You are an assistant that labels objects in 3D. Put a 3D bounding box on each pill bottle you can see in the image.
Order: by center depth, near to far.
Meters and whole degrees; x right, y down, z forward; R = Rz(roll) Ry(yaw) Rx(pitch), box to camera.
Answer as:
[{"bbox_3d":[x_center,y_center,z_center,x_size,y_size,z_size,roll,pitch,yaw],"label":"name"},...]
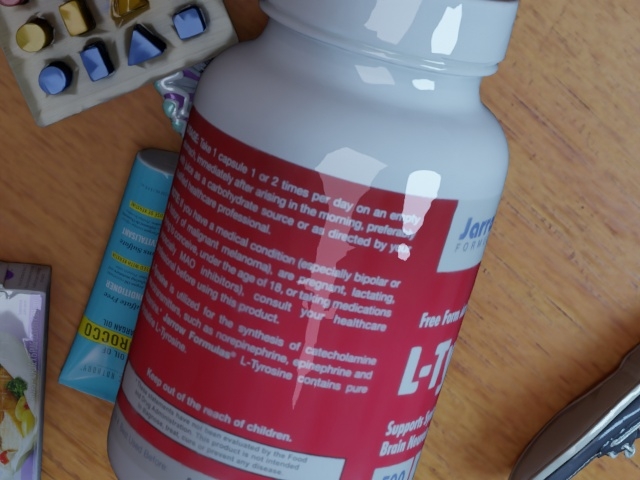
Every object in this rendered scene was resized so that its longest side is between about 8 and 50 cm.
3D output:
[{"bbox_3d":[0.000,0.000,1.227,0.229,0.229,0.408,13,107,-8],"label":"pill bottle"}]

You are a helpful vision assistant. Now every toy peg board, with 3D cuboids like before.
[{"bbox_3d":[-0.162,-0.179,1.213,0.161,0.079,0.161,-22,100,4],"label":"toy peg board"}]

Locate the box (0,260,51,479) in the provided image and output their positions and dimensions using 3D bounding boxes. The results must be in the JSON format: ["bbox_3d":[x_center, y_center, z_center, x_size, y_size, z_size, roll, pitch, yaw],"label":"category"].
[{"bbox_3d":[-0.251,0.177,1.354,0.063,0.067,0.324,4,109,-4],"label":"box"}]

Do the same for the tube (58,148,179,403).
[{"bbox_3d":[-0.141,0.033,1.327,0.080,0.052,0.207,22,111,12],"label":"tube"}]

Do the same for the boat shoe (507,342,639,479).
[{"bbox_3d":[0.239,0.148,1.374,0.206,0.075,0.065,-43,103,5],"label":"boat shoe"}]

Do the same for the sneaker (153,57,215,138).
[{"bbox_3d":[-0.089,-0.122,1.281,0.069,0.038,0.098,-24,108,5],"label":"sneaker"}]
